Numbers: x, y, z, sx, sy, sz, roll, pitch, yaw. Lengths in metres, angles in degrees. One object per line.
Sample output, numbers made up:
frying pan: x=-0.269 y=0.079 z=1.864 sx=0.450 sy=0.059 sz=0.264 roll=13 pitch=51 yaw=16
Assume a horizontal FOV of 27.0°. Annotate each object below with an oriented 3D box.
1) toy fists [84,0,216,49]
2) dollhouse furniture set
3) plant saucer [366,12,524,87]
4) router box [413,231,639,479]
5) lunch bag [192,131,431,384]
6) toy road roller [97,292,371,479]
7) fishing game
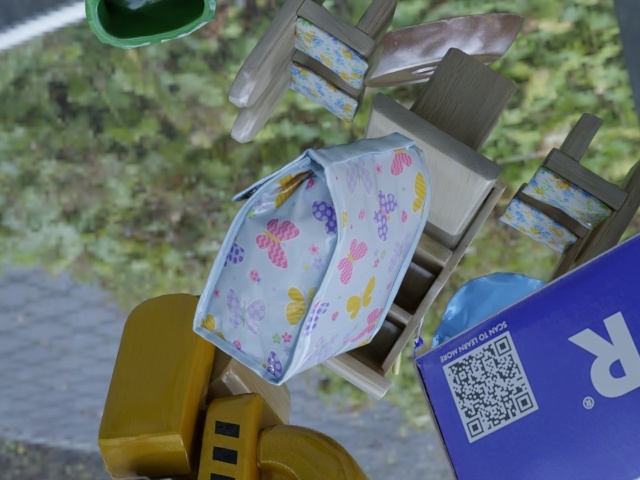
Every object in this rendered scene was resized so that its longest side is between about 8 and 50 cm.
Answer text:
toy fists: x=-0.071 y=-0.259 z=1.056 sx=0.279 sy=0.142 sz=0.096 roll=-18 pitch=136 yaw=17
dollhouse furniture set: x=0.042 y=-0.011 z=0.782 sx=0.212 sy=0.161 sz=0.242 roll=32 pitch=170 yaw=4
plant saucer: x=0.108 y=-0.185 z=1.328 sx=0.199 sy=0.036 sz=0.198 roll=-11 pitch=180 yaw=0
router box: x=0.259 y=0.026 z=0.535 sx=0.335 sy=0.082 sz=0.301 roll=-33 pitch=152 yaw=30
lunch bag: x=0.000 y=0.000 z=0.476 sx=0.071 sy=0.053 sz=0.083 roll=-20 pitch=139 yaw=-57
toy road roller: x=-0.051 y=0.206 z=1.156 sx=0.241 sy=0.329 sz=0.202 roll=-10 pitch=140 yaw=18
fishing game: x=0.190 y=0.110 z=1.212 sx=0.264 sy=0.189 sz=0.041 roll=14 pitch=-149 yaw=24
